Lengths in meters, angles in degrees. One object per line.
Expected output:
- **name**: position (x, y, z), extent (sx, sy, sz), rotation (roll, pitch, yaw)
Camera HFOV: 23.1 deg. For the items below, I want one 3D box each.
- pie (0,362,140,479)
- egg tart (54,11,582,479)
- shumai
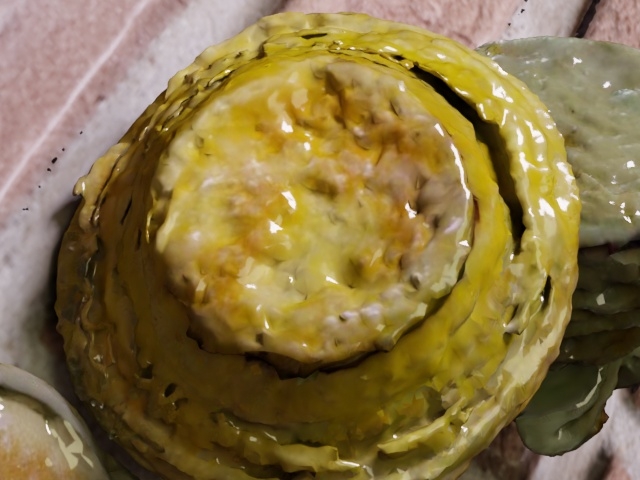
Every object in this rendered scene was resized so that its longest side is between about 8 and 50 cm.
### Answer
- **pie**: position (-0.168, 0.226, 0.726), extent (0.337, 0.075, 0.337), rotation (11, 74, -43)
- **egg tart**: position (0.000, 0.000, 0.812), extent (0.294, 0.123, 0.294), rotation (0, 71, 1)
- **shumai**: position (0.131, 0.009, 0.982), extent (0.189, 0.256, 0.218), rotation (-81, 164, -44)
